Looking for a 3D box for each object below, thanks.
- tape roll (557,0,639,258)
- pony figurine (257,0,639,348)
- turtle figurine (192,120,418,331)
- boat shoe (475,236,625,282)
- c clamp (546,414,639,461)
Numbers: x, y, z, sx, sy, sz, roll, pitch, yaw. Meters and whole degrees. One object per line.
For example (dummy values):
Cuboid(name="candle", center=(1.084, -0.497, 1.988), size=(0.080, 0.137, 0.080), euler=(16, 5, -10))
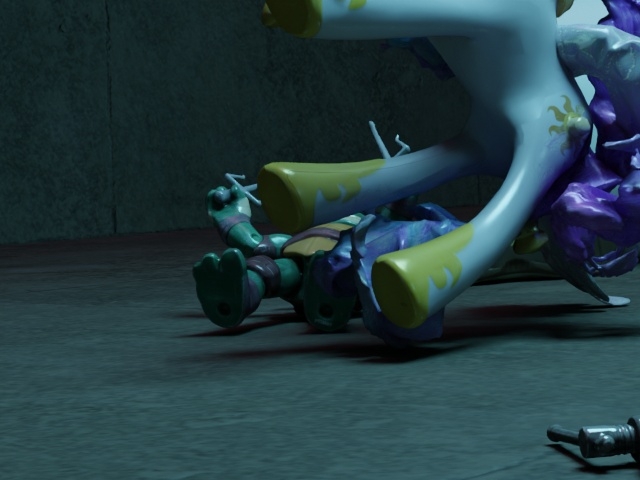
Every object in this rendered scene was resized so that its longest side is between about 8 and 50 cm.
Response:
Cuboid(name="tape roll", center=(0.273, -0.119, 1.749), size=(0.100, 0.286, 0.286), euler=(-3, 3, 11))
Cuboid(name="pony figurine", center=(0.138, -0.082, 1.095), size=(0.363, 0.351, 0.303), euler=(-28, 13, -34))
Cuboid(name="turtle figurine", center=(0.000, 0.000, 1.266), size=(0.175, 0.118, 0.234), euler=(-17, 13, 20))
Cuboid(name="boat shoe", center=(0.177, 0.005, 1.557), size=(0.190, 0.068, 0.072), euler=(-4, -9, -17))
Cuboid(name="c clamp", center=(0.171, 0.067, 0.619), size=(0.160, 0.022, 0.137), euler=(-3, 2, -2))
